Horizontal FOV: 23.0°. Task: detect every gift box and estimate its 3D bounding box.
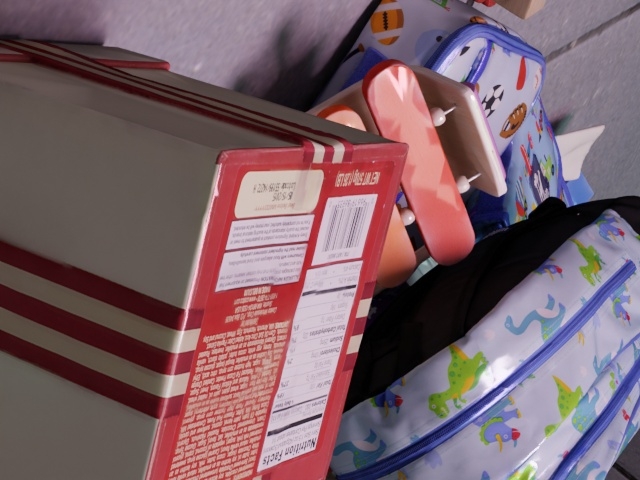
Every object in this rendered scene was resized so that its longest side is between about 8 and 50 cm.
[{"bbox_3d":[-0.120,-0.004,0.896,0.255,0.258,0.276,1,105,-64],"label":"gift box"}]

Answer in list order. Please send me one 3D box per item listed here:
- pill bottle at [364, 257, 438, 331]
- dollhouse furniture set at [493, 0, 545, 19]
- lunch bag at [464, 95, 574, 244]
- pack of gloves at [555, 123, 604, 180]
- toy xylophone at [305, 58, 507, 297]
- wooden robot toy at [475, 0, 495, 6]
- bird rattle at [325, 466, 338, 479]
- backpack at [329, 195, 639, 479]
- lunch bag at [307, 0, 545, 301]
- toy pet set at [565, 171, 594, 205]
[{"bbox_3d":[0.042,0.059,1.580,0.193,0.108,0.108,-48,161,-13],"label":"pill bottle"},{"bbox_3d":[0.075,-0.214,1.103,0.123,0.151,0.144,-35,152,-40],"label":"dollhouse furniture set"},{"bbox_3d":[0.193,-0.023,1.659,0.293,0.138,0.221,76,24,-47],"label":"lunch bag"},{"bbox_3d":[0.244,-0.039,1.893,0.232,0.046,0.195,-12,137,-45],"label":"pack of gloves"},{"bbox_3d":[0.000,0.000,1.234,0.323,0.081,0.236,-37,131,-3],"label":"toy xylophone"},{"bbox_3d":[0.124,-0.241,1.296,0.173,0.076,0.079,-4,118,-65],"label":"wooden robot toy"},{"bbox_3d":[0.016,0.205,1.416,0.143,0.207,0.253,-58,161,4],"label":"bird rattle"},{"bbox_3d":[0.142,0.120,1.323,0.290,0.273,0.355,-28,170,27],"label":"backpack"},{"bbox_3d":[0.058,-0.072,1.381,0.303,0.115,0.243,-57,158,12],"label":"lunch bag"},{"bbox_3d":[0.294,-0.037,2.045,0.114,0.065,0.122,-45,160,-19],"label":"toy pet set"}]
